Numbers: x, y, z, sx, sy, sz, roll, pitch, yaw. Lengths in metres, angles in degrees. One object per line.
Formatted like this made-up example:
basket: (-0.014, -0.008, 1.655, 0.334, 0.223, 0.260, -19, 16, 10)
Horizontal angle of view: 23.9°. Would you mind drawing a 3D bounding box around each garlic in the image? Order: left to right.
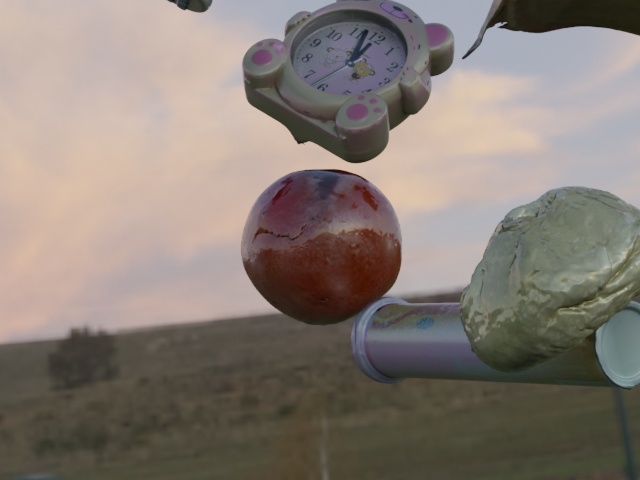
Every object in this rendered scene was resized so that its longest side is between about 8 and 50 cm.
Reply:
garlic: (0.361, -0.337, 2.036, 0.338, 0.196, 0.151, -1, 22, 2)

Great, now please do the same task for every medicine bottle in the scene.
medicine bottle: (0.200, 0.115, 1.710, 0.108, 0.108, 0.426, 2, -4, -34)

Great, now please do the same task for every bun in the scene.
bun: (0.222, 0.028, 1.448, 0.220, 0.134, 0.220, -35, 2, 1)

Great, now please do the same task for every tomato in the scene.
tomato: (0.000, 0.000, 1.938, 0.208, 0.208, 0.184, -9, -54, 12)

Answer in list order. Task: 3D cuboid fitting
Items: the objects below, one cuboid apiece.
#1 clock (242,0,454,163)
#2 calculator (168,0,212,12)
clock: (0.054, -0.290, 2.528, 0.284, 0.309, 0.114, 31, -30, 25)
calculator: (-0.283, -0.422, 2.165, 0.302, 0.042, 0.188, 36, -7, -5)
